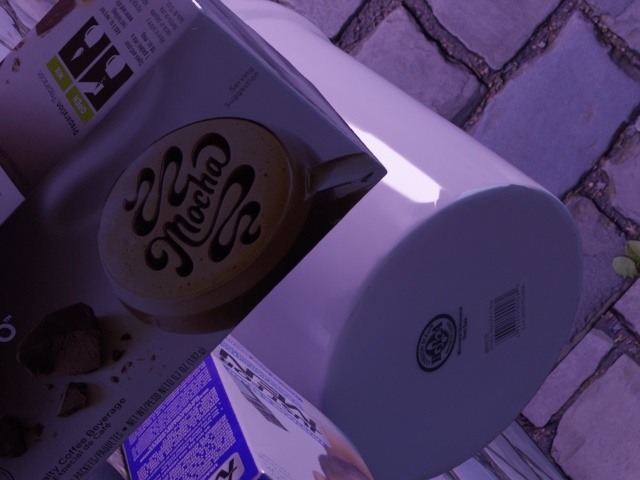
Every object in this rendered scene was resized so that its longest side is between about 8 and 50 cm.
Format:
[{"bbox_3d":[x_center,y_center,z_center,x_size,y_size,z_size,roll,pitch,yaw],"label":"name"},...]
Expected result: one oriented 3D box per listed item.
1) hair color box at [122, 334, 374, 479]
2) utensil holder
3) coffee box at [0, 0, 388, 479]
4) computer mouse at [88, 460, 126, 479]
[{"bbox_3d":[-0.038,0.185,1.351,0.185,0.110,0.339,42,6,-20],"label":"hair color box"},{"bbox_3d":[0.000,0.000,1.742,0.385,0.328,0.327,38,1,41],"label":"utensil holder"},{"bbox_3d":[-0.135,0.000,1.046,0.168,0.297,0.119,39,9,-41],"label":"coffee box"},{"bbox_3d":[-0.092,0.204,1.123,0.242,0.041,0.071,45,5,24],"label":"computer mouse"}]
